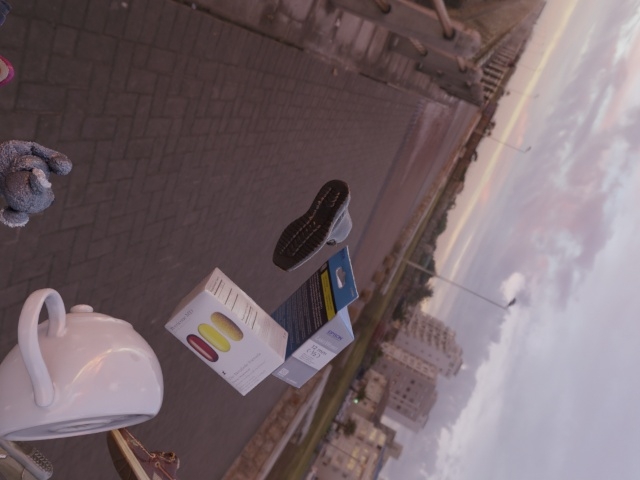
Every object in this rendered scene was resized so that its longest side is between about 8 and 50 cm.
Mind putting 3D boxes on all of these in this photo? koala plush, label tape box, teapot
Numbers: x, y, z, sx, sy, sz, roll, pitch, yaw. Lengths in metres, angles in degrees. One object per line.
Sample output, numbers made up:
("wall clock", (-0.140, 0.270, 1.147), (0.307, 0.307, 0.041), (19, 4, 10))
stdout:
("koala plush", (-0.782, -0.145, 1.331), (0.196, 0.221, 0.203), (-46, 139, 9))
("label tape box", (0.003, 0.214, 1.445), (0.347, 0.115, 0.249), (-43, -153, 20))
("teapot", (-0.363, 0.186, 0.762), (0.256, 0.187, 0.252), (-27, 153, 35))

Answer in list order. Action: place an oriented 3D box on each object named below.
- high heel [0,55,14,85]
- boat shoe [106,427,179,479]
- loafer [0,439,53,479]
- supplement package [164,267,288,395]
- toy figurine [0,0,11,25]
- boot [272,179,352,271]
("high heel", (-1.112, -0.581, 1.744), (0.181, 0.377, 0.127), (-4, 109, -59))
("boat shoe", (-0.426, 0.617, 1.328), (0.123, 0.342, 0.123), (-34, 169, -47))
("loafer", (-0.698, 0.449, 1.082), (0.087, 0.251, 0.094), (-47, 179, -16))
("supplement package", (-0.210, 0.208, 1.165), (0.139, 0.244, 0.134), (-42, -166, 13))
("toy figurine", (-0.683, -0.436, 0.871), (0.213, 0.209, 0.148), (127, -13, -68))
("boot", (0.000, 0.000, 0.949), (0.198, 0.076, 0.137), (-49, 154, -16))
